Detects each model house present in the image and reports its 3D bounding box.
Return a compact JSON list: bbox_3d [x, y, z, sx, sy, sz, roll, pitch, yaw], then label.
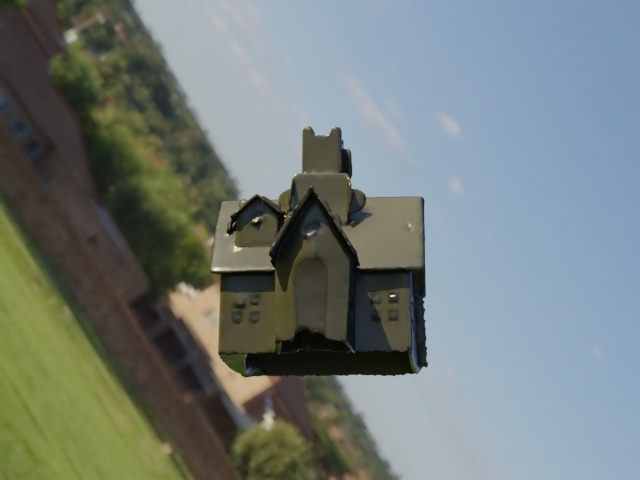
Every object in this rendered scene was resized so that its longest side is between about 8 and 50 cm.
[{"bbox_3d":[0.000,0.000,1.474,0.204,0.211,0.243,77,13,-74],"label":"model house"}]
